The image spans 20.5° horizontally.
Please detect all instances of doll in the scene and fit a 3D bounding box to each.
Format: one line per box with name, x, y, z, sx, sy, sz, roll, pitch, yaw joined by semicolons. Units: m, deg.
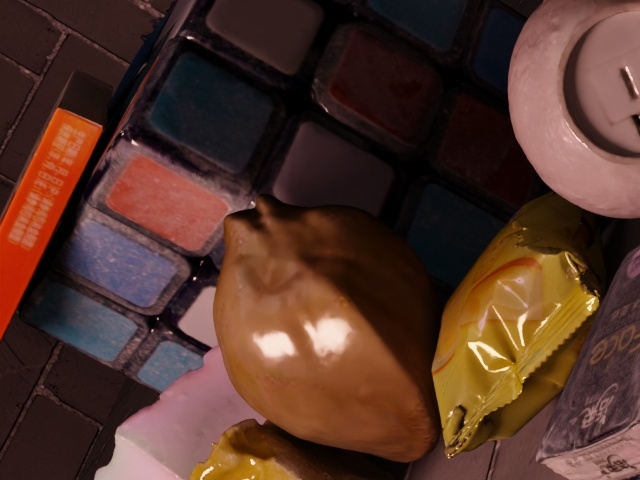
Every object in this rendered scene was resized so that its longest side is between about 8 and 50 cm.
doll;0.190;-0.088;1.063;0.151;0.151;0.287;-58;-7;9

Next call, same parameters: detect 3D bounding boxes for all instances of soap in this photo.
soap;-0.081;0.291;1.407;0.315;0.091;0.199;-57;-22;8
soap;-0.111;0.254;1.550;0.193;0.109;0.324;-38;-26;-29

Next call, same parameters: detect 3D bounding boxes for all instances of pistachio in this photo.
pistachio;0.017;0.085;1.318;0.163;0.212;0.260;-34;-34;-6

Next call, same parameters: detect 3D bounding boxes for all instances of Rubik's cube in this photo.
Rubik's cube;-0.021;-0.049;1.589;0.362;0.363;0.359;-45;17;49

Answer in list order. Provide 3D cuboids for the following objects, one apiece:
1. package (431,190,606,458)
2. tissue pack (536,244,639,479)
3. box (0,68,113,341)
package;0.139;0.048;1.207;0.168;0.090;0.226;-55;5;16
tissue pack;0.191;0.061;1.001;0.156;0.051;0.112;-63;11;-27
box;-0.259;-0.006;1.538;0.273;0.048;0.265;-64;10;10
